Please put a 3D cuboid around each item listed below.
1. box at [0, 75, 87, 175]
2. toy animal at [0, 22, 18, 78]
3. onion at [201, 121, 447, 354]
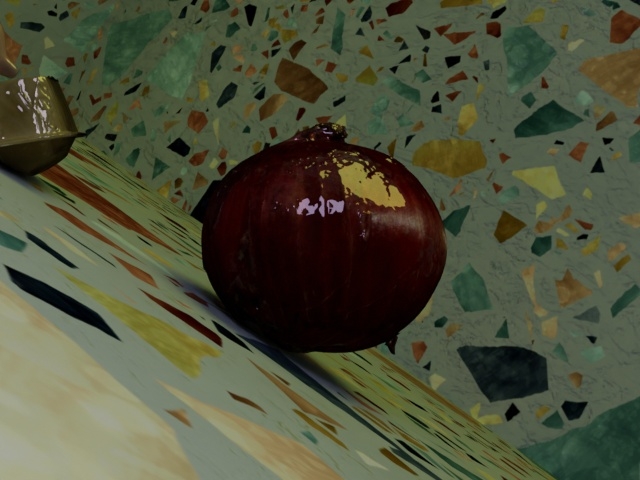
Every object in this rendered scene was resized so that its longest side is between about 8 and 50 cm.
[{"bbox_3d":[-0.316,-0.122,1.012,0.111,0.111,0.177,34,0,-10],"label":"box"},{"bbox_3d":[-0.499,-0.274,1.177,0.248,0.165,0.149,40,-7,-4],"label":"toy animal"},{"bbox_3d":[0.000,0.000,1.027,0.276,0.276,0.276,34,-1,1],"label":"onion"}]
